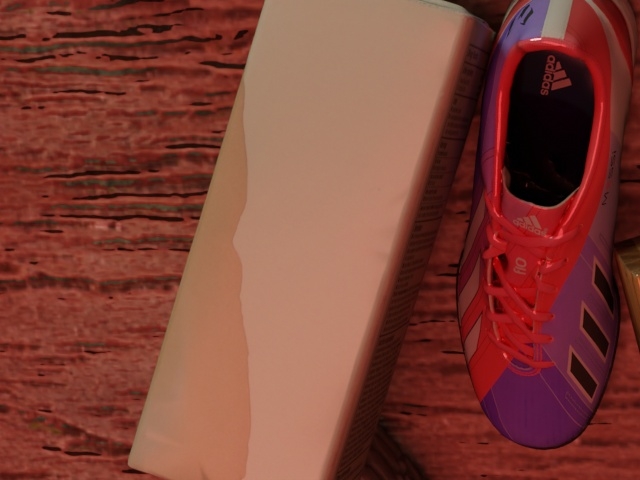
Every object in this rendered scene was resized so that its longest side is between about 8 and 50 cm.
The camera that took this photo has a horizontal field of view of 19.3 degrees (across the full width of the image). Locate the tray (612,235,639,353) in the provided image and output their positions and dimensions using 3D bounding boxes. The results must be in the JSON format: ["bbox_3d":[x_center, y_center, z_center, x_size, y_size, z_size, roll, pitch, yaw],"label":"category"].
[{"bbox_3d":[0.331,0.170,1.150,0.203,0.076,0.410,-17,107,3],"label":"tray"}]

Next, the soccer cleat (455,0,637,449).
[{"bbox_3d":[0.132,-0.002,1.151,0.109,0.116,0.318,9,114,14],"label":"soccer cleat"}]

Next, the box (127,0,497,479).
[{"bbox_3d":[0.000,0.000,1.128,0.121,0.148,0.311,18,94,11],"label":"box"}]

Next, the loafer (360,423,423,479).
[{"bbox_3d":[0.038,0.223,1.277,0.111,0.112,0.319,-34,99,18],"label":"loafer"}]
